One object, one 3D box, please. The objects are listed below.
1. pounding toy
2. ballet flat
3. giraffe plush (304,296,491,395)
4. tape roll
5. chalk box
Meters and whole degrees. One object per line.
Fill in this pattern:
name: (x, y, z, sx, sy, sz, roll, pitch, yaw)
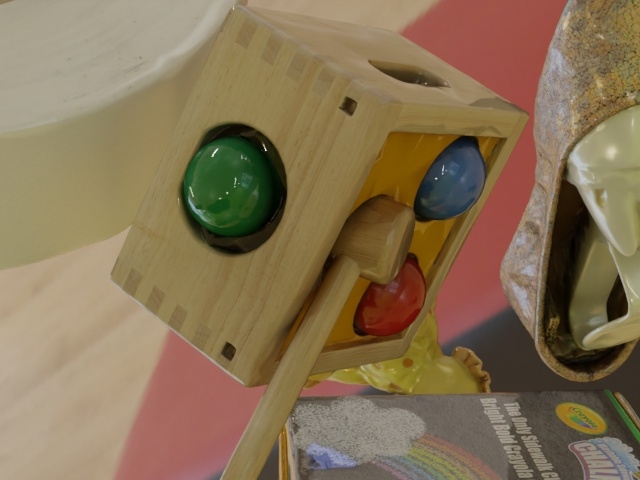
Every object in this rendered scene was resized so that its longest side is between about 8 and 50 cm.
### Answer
pounding toy: (0.000, 0.000, 0.520, 0.100, 0.141, 0.130, 35, 110, 26)
ballet flat: (0.166, -0.021, 0.785, 0.316, 0.107, 0.106, 89, 172, -57)
giraffe plush: (0.087, 0.124, 1.395, 0.181, 0.170, 0.210, -32, -1, -42)
tape roll: (-0.174, -0.126, 0.669, 0.100, 0.286, 0.286, 106, 173, -54)
chalk box: (0.090, 0.153, 0.663, 0.132, 0.213, 0.132, -106, 17, -69)
